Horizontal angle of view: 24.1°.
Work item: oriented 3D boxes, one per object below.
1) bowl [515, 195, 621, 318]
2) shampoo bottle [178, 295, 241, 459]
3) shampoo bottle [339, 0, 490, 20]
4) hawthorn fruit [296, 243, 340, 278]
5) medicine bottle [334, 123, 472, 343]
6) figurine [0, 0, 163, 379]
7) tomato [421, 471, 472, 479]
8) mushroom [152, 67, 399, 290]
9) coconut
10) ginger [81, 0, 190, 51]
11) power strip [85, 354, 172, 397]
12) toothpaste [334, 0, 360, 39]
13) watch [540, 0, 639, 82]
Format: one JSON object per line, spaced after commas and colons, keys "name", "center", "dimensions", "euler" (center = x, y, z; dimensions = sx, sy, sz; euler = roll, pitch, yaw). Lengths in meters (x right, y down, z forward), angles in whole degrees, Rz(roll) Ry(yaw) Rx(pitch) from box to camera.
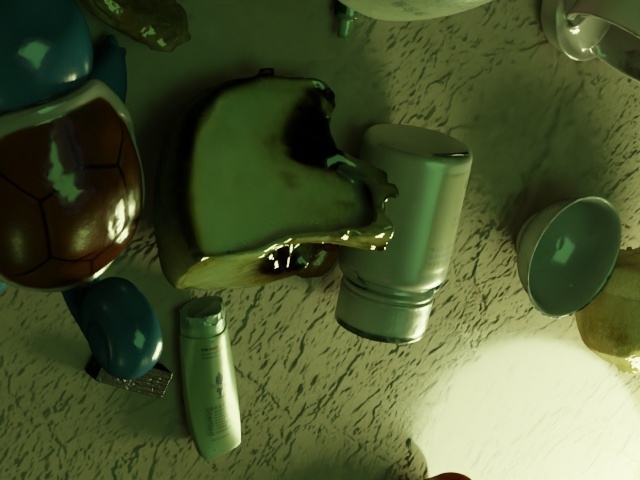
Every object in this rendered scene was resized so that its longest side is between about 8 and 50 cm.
{"name": "bowl", "center": [0.338, 0.011, 2.155], "dimensions": [0.189, 0.086, 0.189], "euler": [-18, 121, -31]}
{"name": "shampoo bottle", "center": [-0.137, 0.171, 1.855], "dimensions": [0.072, 0.049, 0.212], "euler": [-21, 124, -26]}
{"name": "shampoo bottle", "center": [0.105, -0.391, 1.556], "dimensions": [0.322, 0.317, 0.322], "euler": [-9, 103, -43]}
{"name": "hawthorn fruit", "center": [0.000, 0.000, 1.867], "dimensions": [0.067, 0.067, 0.103], "euler": [17, 116, -44]}
{"name": "medicine bottle", "center": [0.100, -0.009, 1.900], "dimensions": [0.143, 0.143, 0.258], "euler": [-4, 113, -39]}
{"name": "figurine", "center": [-0.286, -0.057, 1.525], "dimensions": [0.298, 0.243, 0.416], "euler": [-22, 104, -20]}
{"name": "tomato", "center": [0.178, 0.432, 2.183], "dimensions": [0.187, 0.151, 0.187], "euler": [6, 71, -19]}
{"name": "mushroom", "center": [-0.076, -0.067, 1.745], "dimensions": [0.292, 0.212, 0.217], "euler": [-11, 74, -24]}
{"name": "coconut", "center": [0.473, 0.111, 2.259], "dimensions": [0.194, 0.194, 0.194], "euler": [-19, 123, -33]}
{"name": "ginger", "center": [-0.201, -0.247, 1.575], "dimensions": [0.173, 0.051, 0.069], "euler": [31, 52, -48]}
{"name": "power strip", "center": [-0.227, 0.158, 1.786], "dimensions": [0.111, 0.029, 0.038], "euler": [21, 98, -45]}
{"name": "toothpaste", "center": [0.043, -0.337, 1.761], "dimensions": [0.049, 0.031, 0.204], "euler": [-7, 114, -40]}
{"name": "watch", "center": [0.444, -0.297, 1.985], "dimensions": [0.244, 0.231, 0.196], "euler": [35, 85, -42]}
